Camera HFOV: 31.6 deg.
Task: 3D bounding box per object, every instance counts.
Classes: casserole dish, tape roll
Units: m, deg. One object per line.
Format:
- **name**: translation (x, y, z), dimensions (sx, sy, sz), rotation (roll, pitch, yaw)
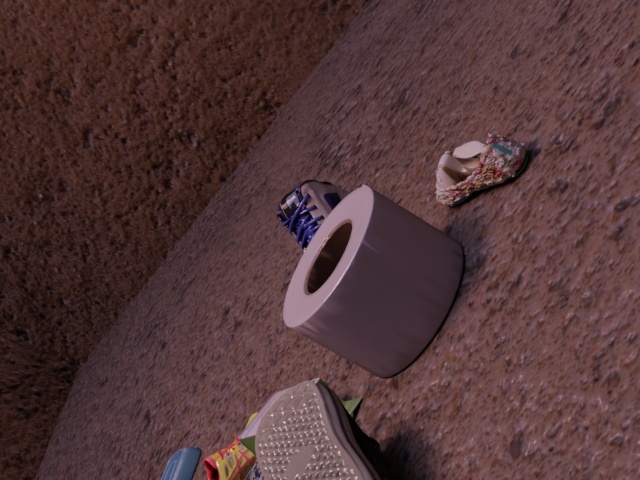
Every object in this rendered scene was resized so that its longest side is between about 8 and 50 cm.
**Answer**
- **casserole dish**: translation (-0.303, 0.503, 2.329), dimensions (0.114, 0.037, 0.188), rotation (-40, 25, 51)
- **tape roll**: translation (0.077, 0.063, 1.706), dimensions (0.246, 0.169, 0.246), rotation (-52, 17, 23)

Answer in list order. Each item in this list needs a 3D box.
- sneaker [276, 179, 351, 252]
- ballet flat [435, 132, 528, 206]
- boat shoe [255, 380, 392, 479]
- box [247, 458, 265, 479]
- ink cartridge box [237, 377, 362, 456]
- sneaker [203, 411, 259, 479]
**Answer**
- **sneaker**: translation (0.000, -0.001, 2.038), dimensions (0.127, 0.182, 0.315), rotation (-50, 18, 36)
- **ballet flat**: translation (0.229, -0.115, 1.736), dimensions (0.241, 0.077, 0.091), rotation (-29, 35, 62)
- **boat shoe**: translation (0.028, 0.351, 1.359), dimensions (0.187, 0.156, 0.500), rotation (-41, 22, 9)
- **box**: translation (-0.078, 0.381, 1.869), dimensions (0.094, 0.027, 0.137), rotation (-65, 17, -17)
- **ink cartridge box**: translation (-0.035, 0.282, 1.784), dimensions (0.109, 0.062, 0.209), rotation (-50, 13, -33)
- **sneaker**: translation (-0.153, 0.385, 1.970), dimensions (0.081, 0.094, 0.208), rotation (-36, 27, 59)
